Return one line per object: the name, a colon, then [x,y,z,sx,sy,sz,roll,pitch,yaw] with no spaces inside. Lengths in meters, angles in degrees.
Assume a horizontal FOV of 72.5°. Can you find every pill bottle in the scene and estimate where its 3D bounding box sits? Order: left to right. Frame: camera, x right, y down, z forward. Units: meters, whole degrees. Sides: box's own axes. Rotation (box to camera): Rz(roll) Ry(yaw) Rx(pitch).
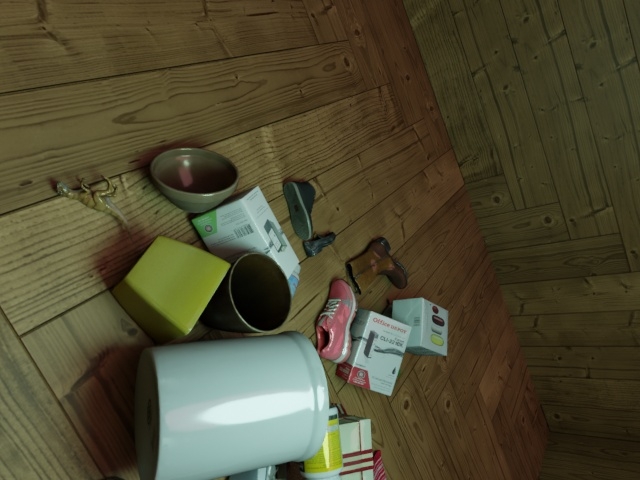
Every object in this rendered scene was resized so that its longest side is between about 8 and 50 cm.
pill bottle: [-0.123,0.149,1.465,0.087,0.087,0.160,44,52,-32]
pill bottle: [-0.002,0.558,1.164,0.119,0.119,0.209,10,68,-46]

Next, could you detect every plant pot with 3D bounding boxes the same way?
plant pot: [-0.390,0.111,1.101,0.187,0.212,0.212,40,52,-19]
plant pot: [-0.355,-0.156,1.230,0.237,0.110,0.237,11,39,-10]
plant pot: [-0.235,0.170,1.217,0.215,0.230,0.216,26,53,-41]

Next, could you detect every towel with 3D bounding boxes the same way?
towel: [0.220,0.969,1.652,0.199,0.031,0.275,-18,95,-64]

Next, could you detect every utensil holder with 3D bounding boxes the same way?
utensil holder: [-0.226,0.396,1.064,0.385,0.327,0.328,4,78,-31]

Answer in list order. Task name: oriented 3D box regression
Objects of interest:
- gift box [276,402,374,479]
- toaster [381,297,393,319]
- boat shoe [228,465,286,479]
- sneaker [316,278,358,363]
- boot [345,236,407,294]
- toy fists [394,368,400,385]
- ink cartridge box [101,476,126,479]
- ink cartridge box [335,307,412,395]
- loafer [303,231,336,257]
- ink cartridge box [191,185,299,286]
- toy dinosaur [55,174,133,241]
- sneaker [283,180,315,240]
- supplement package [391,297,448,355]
gift box: [0.012,0.664,1.376,0.258,0.276,0.255,7,79,-31]
toaster: [0.336,0.373,1.906,0.168,0.110,0.186,-45,113,-45]
boat shoe: [-0.171,0.662,1.268,0.156,0.135,0.367,39,44,-39]
sneaker: [0.051,0.287,1.606,0.136,0.115,0.314,22,65,-42]
boot: [0.249,0.150,1.875,0.280,0.096,0.264,-38,109,-45]
toy fists: [0.245,0.480,1.790,0.142,0.096,0.279,-24,100,-46]
ink cartridge box: [-0.534,0.669,0.902,0.238,0.060,0.275,11,73,-48]
ink cartridge box: [0.203,0.414,1.647,0.196,0.114,0.273,23,79,-19]
loafer: [0.000,0.000,1.661,0.170,0.062,0.061,-38,104,-47]
ink cartridge box: [-0.219,0.005,1.299,0.273,0.198,0.115,63,28,-17]
toy dinosaur: [-0.543,-0.096,1.091,0.211,0.064,0.112,32,76,-28]
sneaker: [-0.050,-0.117,1.615,0.118,0.083,0.222,-17,92,-49]
supplement package: [0.407,0.359,1.791,0.203,0.149,0.194,27,62,-40]
